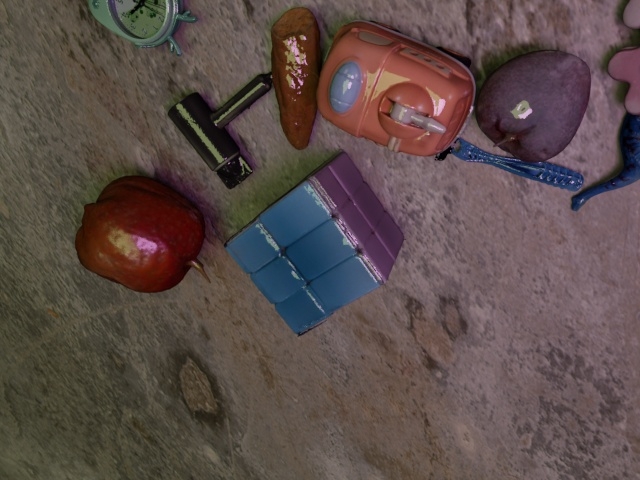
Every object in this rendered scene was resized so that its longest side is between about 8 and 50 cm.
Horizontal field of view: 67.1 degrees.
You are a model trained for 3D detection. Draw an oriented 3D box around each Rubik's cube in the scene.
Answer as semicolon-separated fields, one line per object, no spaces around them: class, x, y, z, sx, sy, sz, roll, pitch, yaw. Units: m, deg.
Rubik's cube;0.000;0.000;0.923;0.231;0.221;0.225;-34;99;27

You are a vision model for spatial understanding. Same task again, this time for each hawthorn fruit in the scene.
hawthorn fruit;-0.380;-0.011;1.038;0.262;0.258;0.258;-1;118;-22

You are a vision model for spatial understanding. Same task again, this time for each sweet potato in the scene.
sweet potato;-0.045;-0.288;0.884;0.097;0.097;0.252;10;119;14

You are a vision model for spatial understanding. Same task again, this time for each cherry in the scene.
cherry;0.334;-0.217;0.768;0.176;0.140;0.176;-1;99;-8

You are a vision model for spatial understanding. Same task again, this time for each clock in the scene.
clock;-0.331;-0.448;0.921;0.211;0.066;0.159;39;119;-2

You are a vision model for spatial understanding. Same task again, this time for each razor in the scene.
razor;0.335;-0.139;0.857;0.253;0.042;0.082;18;81;8

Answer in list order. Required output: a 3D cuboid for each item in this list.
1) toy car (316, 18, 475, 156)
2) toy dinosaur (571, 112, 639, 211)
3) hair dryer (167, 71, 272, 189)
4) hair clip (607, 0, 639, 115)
toy car;0.109;-0.238;0.782;0.270;0.212;0.180;27;119;10
toy dinosaur;0.535;-0.165;0.758;0.144;0.076;0.329;38;125;37
hair dryer;-0.154;-0.244;0.958;0.248;0.078;0.195;-34;101;22
hair clip;0.492;-0.313;0.689;0.146;0.075;0.257;11;105;47
